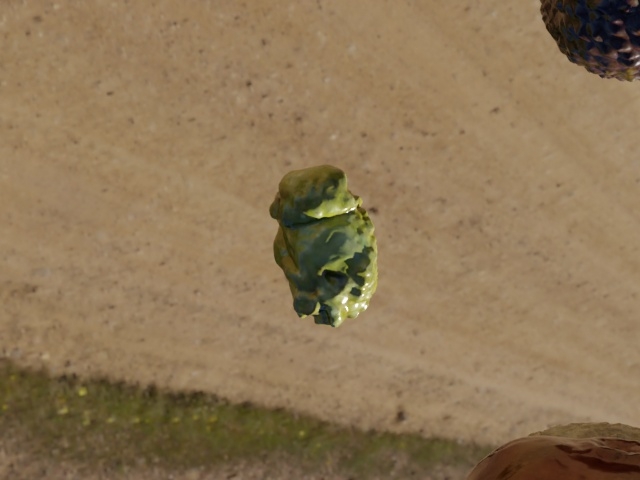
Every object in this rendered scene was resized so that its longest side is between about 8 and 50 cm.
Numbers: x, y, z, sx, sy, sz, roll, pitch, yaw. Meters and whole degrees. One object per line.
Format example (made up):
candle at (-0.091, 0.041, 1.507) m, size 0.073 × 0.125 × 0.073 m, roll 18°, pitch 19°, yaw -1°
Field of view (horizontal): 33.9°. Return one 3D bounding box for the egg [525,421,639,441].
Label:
egg at (0.371, 0.372, 1.403) m, size 0.311 × 0.279 × 0.279 m, roll -8°, pitch 158°, yaw 19°

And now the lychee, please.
lychee at (0.363, -0.281, 1.148) m, size 0.271 × 0.235 × 0.236 m, roll 19°, pitch 150°, yaw 4°

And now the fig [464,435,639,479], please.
fig at (0.170, 0.218, 0.657) m, size 0.205 × 0.205 × 0.205 m, roll -16°, pitch 154°, yaw -8°

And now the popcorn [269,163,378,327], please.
popcorn at (0.000, 0.000, 1.808) m, size 0.174 × 0.285 × 0.225 m, roll -16°, pitch -164°, yaw -7°
